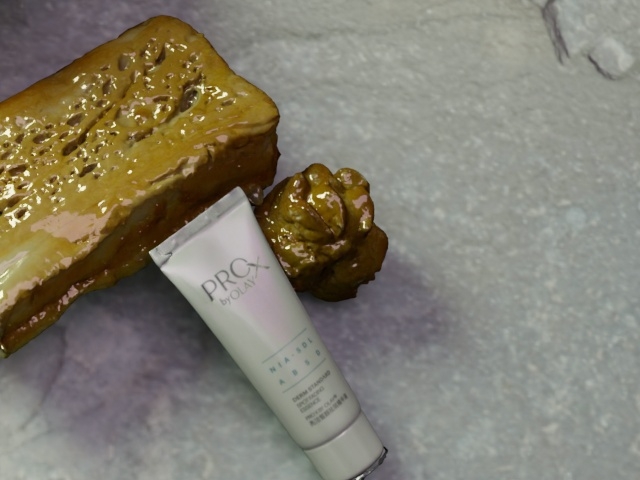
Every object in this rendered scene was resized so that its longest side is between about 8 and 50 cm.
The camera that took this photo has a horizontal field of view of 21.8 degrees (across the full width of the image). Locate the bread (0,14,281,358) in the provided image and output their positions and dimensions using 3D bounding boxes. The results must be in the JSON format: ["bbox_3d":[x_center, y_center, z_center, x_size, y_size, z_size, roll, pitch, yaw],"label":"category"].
[{"bbox_3d":[-0.210,-0.025,1.293,0.380,0.109,0.185,-33,69,-25],"label":"bread"}]

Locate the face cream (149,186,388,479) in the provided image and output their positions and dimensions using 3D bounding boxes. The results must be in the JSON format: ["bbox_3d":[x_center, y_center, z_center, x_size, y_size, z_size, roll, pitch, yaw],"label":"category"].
[{"bbox_3d":[-0.033,0.083,1.301,0.092,0.058,0.243,-38,103,-23],"label":"face cream"}]

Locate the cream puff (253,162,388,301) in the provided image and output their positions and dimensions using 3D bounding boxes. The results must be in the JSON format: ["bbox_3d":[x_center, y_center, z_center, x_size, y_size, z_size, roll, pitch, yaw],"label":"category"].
[{"bbox_3d":[0.000,0.000,1.358,0.116,0.122,0.094,-30,62,-4],"label":"cream puff"}]
